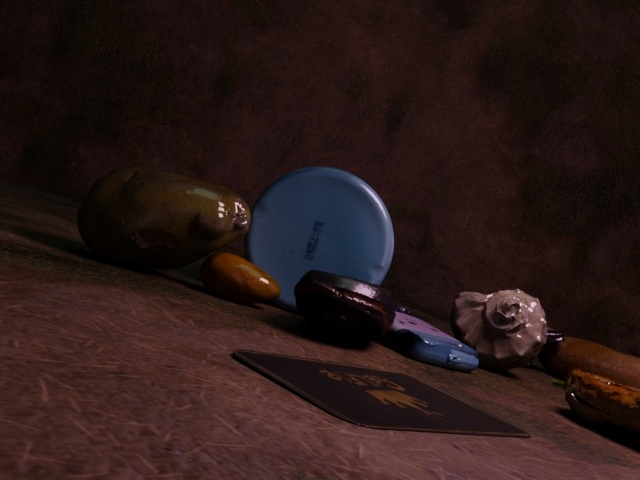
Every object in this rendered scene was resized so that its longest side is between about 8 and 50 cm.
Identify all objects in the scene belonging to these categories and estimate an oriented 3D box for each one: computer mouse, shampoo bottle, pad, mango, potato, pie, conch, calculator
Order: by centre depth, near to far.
[{"bbox_3d":[0.072,0.163,0.930,0.376,0.063,0.315,18,-1,-44],"label":"pad"},{"bbox_3d":[0.546,0.297,1.205,0.309,0.085,0.308,20,-4,1],"label":"pie"},{"bbox_3d":[0.046,0.126,1.325,0.183,0.116,0.323,18,-4,11],"label":"computer mouse"},{"bbox_3d":[-0.164,0.079,1.405,0.165,0.089,0.115,21,-8,31],"label":"mango"},{"bbox_3d":[-0.310,-0.046,1.420,0.351,0.202,0.218,0,-19,16],"label":"potato"},{"bbox_3d":[0.201,0.202,1.474,0.173,0.051,0.293,18,3,-27],"label":"calculator"},{"bbox_3d":[0.394,0.219,1.600,0.210,0.158,0.291,9,-40,12],"label":"conch"},{"bbox_3d":[0.000,0.000,1.657,0.332,0.330,0.343,17,1,2],"label":"shampoo bottle"}]

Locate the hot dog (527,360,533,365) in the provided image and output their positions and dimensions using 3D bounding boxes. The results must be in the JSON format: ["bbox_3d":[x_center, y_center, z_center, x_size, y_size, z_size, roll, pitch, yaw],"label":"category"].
[{"bbox_3d":[0.547,0.319,1.923,0.057,0.041,0.133,17,0,24],"label":"hot dog"}]

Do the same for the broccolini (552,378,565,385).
[{"bbox_3d":[0.618,0.351,1.603,0.044,0.042,0.218,16,-5,-40],"label":"broccolini"}]

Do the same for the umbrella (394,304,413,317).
[{"bbox_3d":[0.136,0.183,1.650,0.224,0.080,0.071,11,41,-50],"label":"umbrella"}]

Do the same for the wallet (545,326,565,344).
[{"bbox_3d":[0.509,0.257,1.948,0.263,0.071,0.221,-2,-2,3],"label":"wallet"}]

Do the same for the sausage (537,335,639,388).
[{"bbox_3d":[0.714,0.329,1.797,0.136,0.123,0.501,23,-3,-24],"label":"sausage"}]
